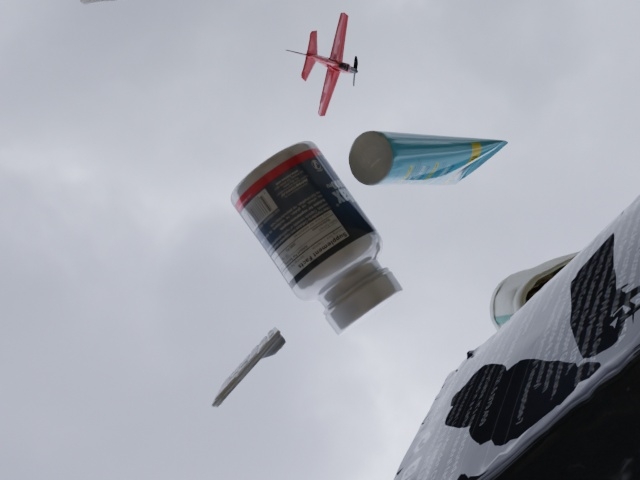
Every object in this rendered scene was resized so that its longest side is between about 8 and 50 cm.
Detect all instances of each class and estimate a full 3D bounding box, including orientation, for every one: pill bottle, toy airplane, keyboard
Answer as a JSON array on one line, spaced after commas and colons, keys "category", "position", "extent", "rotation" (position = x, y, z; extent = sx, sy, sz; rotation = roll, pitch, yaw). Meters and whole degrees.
[{"category": "pill bottle", "position": [0.000, 0.000, 1.095], "extent": [0.108, 0.108, 0.180], "rotation": [-33, -99, -16]}, {"category": "toy airplane", "position": [0.010, -0.250, 1.503], "extent": [0.028, 0.151, 0.151], "rotation": [17, -120, 37]}, {"category": "keyboard", "position": [-0.059, 0.101, 0.895], "extent": [0.072, 0.256, 0.014], "rotation": [-42, -91, -5]}]

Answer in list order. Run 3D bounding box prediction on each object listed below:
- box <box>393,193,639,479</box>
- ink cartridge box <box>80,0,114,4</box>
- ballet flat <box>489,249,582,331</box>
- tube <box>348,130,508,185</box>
[{"category": "box", "position": [0.360, 0.165, 0.647], "extent": [0.480, 0.472, 0.297], "rotation": [40, -148, 0]}, {"category": "ink cartridge box", "position": [-0.191, -0.332, 1.026], "extent": [0.115, 0.198, 0.067], "rotation": [-16, -141, -38]}, {"category": "ballet flat", "position": [0.411, 0.037, 1.376], "extent": [0.400, 0.139, 0.139], "rotation": [-21, -116, -4]}, {"category": "tube", "position": [0.110, -0.082, 1.107], "extent": [0.207, 0.080, 0.052], "rotation": [-4, -115, -51]}]
